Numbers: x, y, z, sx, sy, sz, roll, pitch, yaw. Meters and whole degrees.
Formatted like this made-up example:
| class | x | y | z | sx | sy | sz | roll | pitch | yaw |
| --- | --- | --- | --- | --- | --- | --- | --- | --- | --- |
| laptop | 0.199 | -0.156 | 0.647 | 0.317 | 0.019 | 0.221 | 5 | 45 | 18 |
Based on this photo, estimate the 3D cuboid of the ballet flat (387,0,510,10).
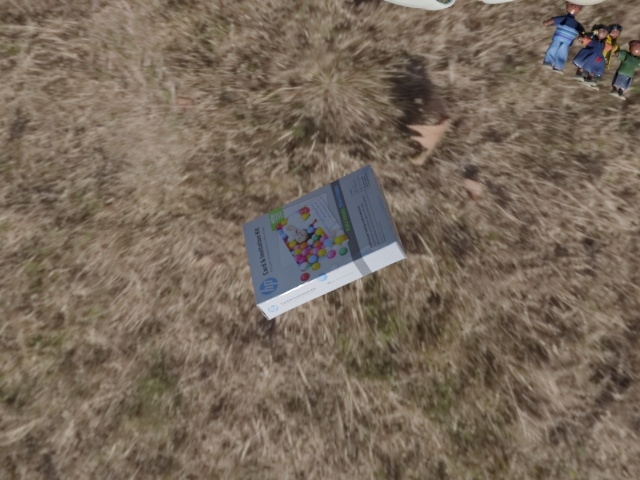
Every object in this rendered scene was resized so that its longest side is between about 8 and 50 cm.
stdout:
| class | x | y | z | sx | sy | sz | roll | pitch | yaw |
| --- | --- | --- | --- | --- | --- | --- | --- | --- | --- |
| ballet flat | 0.083 | -0.182 | 0.580 | 0.247 | 0.083 | 0.087 | -10 | 108 | -30 |

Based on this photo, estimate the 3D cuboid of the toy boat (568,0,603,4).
| class | x | y | z | sx | sy | sz | roll | pitch | yaw |
| --- | --- | --- | --- | --- | --- | --- | --- | --- | --- |
| toy boat | 0.376 | -0.501 | 1.335 | 0.267 | 0.148 | 0.318 | -33 | 101 | 17 |

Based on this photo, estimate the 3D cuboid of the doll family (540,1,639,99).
| class | x | y | z | sx | sy | sz | roll | pitch | yaw |
| --- | --- | --- | --- | --- | --- | --- | --- | --- | --- |
| doll family | 0.417 | -0.294 | 1.496 | 0.193 | 0.076 | 0.111 | 12 | 103 | -39 |

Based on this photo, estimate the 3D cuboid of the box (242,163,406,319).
| class | x | y | z | sx | sy | sz | roll | pitch | yaw |
| --- | --- | --- | --- | --- | --- | --- | --- | --- | --- |
| box | 0.000 | 0.000 | 1.217 | 0.186 | 0.145 | 0.038 | -25 | 135 | 11 |
